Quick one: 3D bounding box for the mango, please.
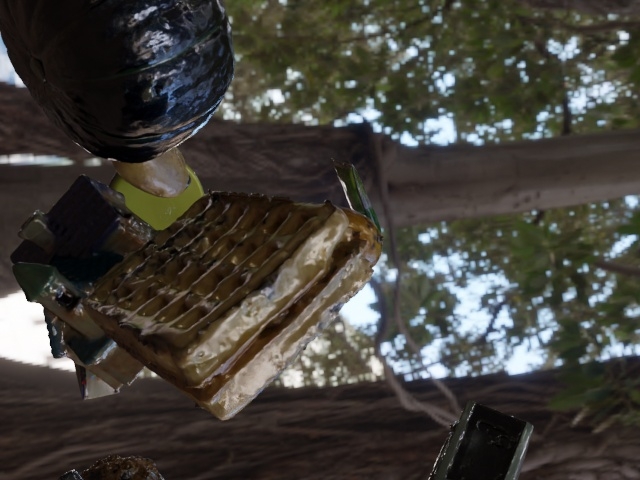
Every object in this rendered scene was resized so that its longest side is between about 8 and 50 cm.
[{"bbox_3d":[0.002,-0.002,1.376,0.115,0.178,0.090,109,-8,-50],"label":"mango"}]

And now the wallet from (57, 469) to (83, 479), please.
[{"bbox_3d":[-0.332,0.515,1.435,0.044,0.170,0.321,-25,-75,46],"label":"wallet"}]

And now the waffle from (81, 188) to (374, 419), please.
[{"bbox_3d":[-0.125,0.053,1.165,0.114,0.261,0.376,52,-18,-23],"label":"waffle"}]

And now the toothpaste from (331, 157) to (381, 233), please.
[{"bbox_3d":[0.091,-0.086,2.253,0.078,0.047,0.248,22,-37,51],"label":"toothpaste"}]

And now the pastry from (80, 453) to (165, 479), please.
[{"bbox_3d":[-0.396,0.565,1.928,0.193,0.274,0.275,-25,-107,61],"label":"pastry"}]

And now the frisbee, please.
[{"bbox_3d":[-0.346,-0.070,2.040,0.017,0.236,0.236,2,-82,54],"label":"frisbee"}]

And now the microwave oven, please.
[{"bbox_3d":[0.339,0.551,2.162,0.181,0.295,0.237,19,-37,16],"label":"microwave oven"}]

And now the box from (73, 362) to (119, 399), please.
[{"bbox_3d":[-0.507,0.165,2.075,0.310,0.084,0.198,-119,-154,-43],"label":"box"}]

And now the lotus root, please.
[{"bbox_3d":[-0.349,-0.164,1.900,0.118,0.221,0.125,-53,-144,2],"label":"lotus root"}]

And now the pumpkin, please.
[{"bbox_3d":[-0.293,-0.292,1.366,0.363,0.266,0.363,38,-29,25],"label":"pumpkin"}]

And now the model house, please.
[{"bbox_3d":[-0.371,0.052,1.607,0.245,0.280,0.312,-47,-162,9],"label":"model house"}]
